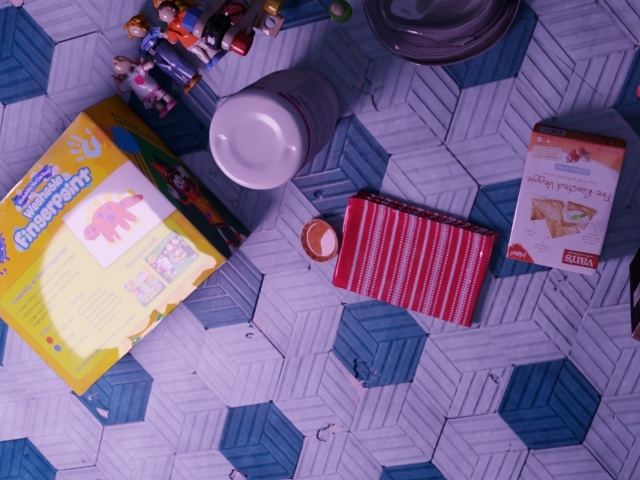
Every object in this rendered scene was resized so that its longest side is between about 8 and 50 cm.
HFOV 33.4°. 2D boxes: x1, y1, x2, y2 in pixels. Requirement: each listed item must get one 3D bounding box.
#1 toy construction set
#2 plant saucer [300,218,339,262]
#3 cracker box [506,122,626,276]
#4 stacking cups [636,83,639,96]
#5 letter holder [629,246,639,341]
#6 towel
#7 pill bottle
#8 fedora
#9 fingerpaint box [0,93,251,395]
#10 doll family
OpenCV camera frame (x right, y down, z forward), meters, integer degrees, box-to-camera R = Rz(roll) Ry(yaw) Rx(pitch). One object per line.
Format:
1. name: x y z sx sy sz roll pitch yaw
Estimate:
1. toy construction set: -0.069 -0.423 1.746 0.309 0.237 0.257 4 96 8
2. plant saucer: 0.000 0.000 1.969 0.083 0.013 0.083 10 108 33
3. cracker box: 0.415 -0.069 1.809 0.156 0.067 0.232 12 112 12
4. stacking cups: 0.612 -0.343 1.655 0.096 0.096 0.316 35 120 2
5. letter holder: 0.618 0.077 1.675 0.214 0.302 0.152 25 114 6
6. towel: 0.165 0.035 1.938 0.275 0.031 0.198 17 113 9
7. pill bottle: -0.065 -0.196 1.772 0.160 0.283 0.160 5 110 14
8. fedora: 0.187 -0.397 1.725 0.276 0.124 0.243 -7 106 18
9. fingerpaint box: -0.420 0.012 2.022 0.371 0.163 0.445 46 114 -4
10. doll family: -0.268 -0.348 1.894 0.163 0.118 0.263 45 133 -10
